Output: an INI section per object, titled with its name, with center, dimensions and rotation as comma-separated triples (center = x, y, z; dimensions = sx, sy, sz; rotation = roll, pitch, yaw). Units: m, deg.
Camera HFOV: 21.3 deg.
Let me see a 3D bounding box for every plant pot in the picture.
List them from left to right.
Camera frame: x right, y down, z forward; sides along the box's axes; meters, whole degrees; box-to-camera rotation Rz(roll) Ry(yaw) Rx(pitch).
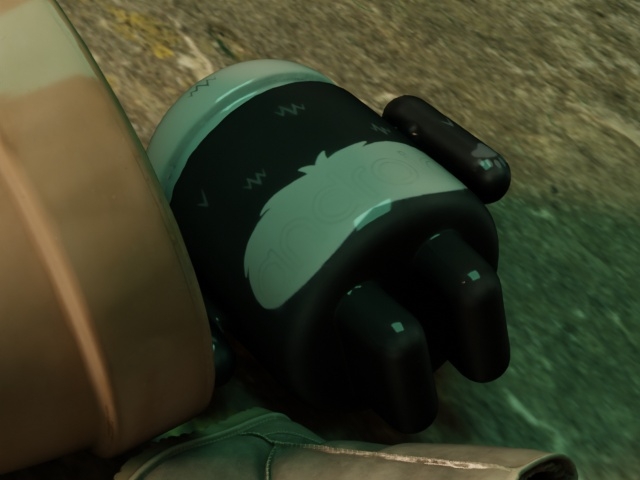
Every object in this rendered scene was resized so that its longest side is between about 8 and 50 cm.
[plant pot]
center = -0.256, 0.020, 0.917
dimensions = 0.280, 0.323, 0.323
rotation = -29, 48, -21

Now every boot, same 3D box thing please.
[boot]
center = 0.008, 0.148, 0.909
dimensions = 0.208, 0.076, 0.190
rotation = 13, 29, 34

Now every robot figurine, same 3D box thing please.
[robot figurine]
center = 0.002, 0.001, 1.090
dimensions = 0.209, 0.173, 0.278
rotation = 0, 32, -43
